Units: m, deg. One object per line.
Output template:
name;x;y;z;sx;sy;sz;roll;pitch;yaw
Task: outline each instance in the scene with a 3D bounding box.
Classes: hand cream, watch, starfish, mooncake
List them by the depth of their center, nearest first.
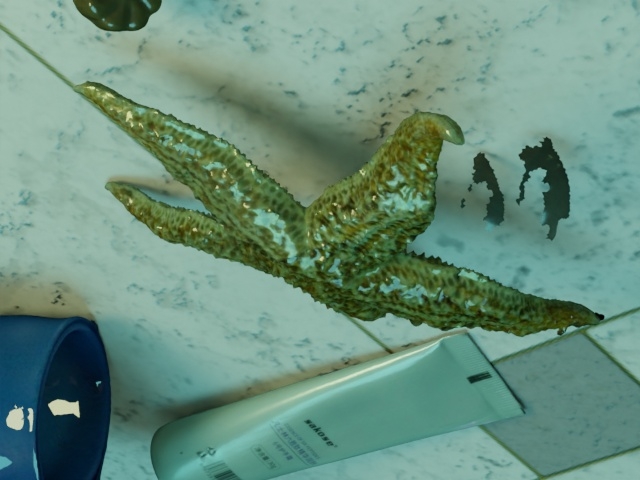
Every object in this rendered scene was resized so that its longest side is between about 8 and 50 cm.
mooncake;0.002;-0.095;1.217;0.347;0.057;0.150;8;101;-10
starfish;-0.002;0.002;1.282;0.358;0.078;0.347;1;155;37
watch;-0.229;0.157;1.491;0.171;0.200;0.196;-1;-176;5
hand cream;0.001;0.153;1.521;0.321;0.067;0.109;-17;131;26
